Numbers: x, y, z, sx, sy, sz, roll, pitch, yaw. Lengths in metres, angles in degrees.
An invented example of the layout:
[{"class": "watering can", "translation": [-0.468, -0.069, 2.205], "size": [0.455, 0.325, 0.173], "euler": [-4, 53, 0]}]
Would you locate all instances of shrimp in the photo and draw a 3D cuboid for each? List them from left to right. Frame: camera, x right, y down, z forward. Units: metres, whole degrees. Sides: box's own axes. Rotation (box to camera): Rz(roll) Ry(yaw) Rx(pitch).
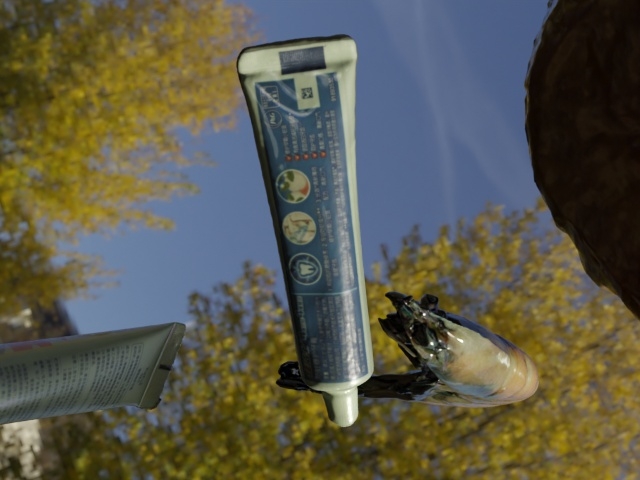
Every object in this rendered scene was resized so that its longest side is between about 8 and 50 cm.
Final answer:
[{"class": "shrimp", "translation": [0.041, 0.088, 0.888], "size": [0.262, 0.198, 0.051], "euler": [37, 50, -61]}]

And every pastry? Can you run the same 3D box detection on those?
[{"class": "pastry", "translation": [0.289, -0.097, 0.884], "size": [0.356, 0.164, 0.356], "euler": [16, -71, 58]}]

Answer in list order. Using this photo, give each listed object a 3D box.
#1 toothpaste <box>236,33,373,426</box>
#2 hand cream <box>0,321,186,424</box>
[{"class": "toothpaste", "translation": [0.000, 0.000, 0.602], "size": [0.035, 0.057, 0.197], "euler": [-103, -175, -73]}, {"class": "hand cream", "translation": [-0.083, 0.042, 0.368], "size": [0.022, 0.102, 0.035], "euler": [37, -65, 34]}]
